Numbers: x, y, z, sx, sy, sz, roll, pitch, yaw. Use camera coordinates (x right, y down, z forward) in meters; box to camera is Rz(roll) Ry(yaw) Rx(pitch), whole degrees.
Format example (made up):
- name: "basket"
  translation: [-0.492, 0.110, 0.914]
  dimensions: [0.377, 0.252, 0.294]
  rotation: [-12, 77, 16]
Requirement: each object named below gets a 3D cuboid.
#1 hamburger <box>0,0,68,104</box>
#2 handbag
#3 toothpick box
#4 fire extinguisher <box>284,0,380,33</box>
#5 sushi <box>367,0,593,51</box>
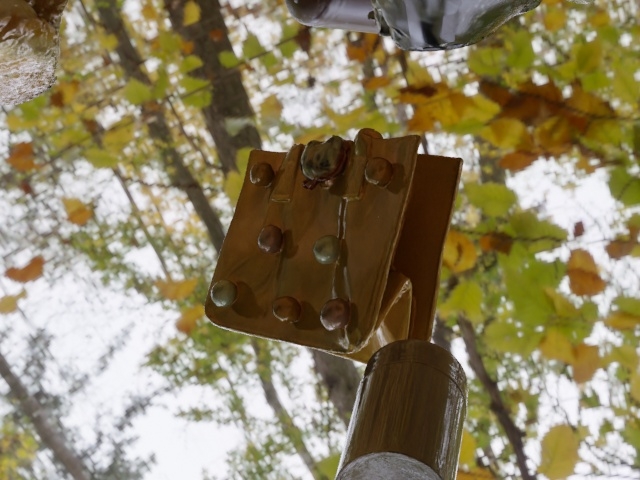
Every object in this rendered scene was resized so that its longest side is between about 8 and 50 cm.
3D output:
- name: "hamburger"
  translation: [-0.416, -0.220, 1.023]
  dimensions: [0.304, 0.174, 0.284]
  rotation: [4, 165, -19]
- name: "handbag"
  translation: [0.000, 0.000, 1.317]
  dimensions: [0.401, 0.133, 0.283]
  rotation: [6, -101, 57]
- name: "toothpick box"
  translation: [0.081, 0.185, 0.974]
  dimensions: [0.111, 0.111, 0.180]
  rotation: [-11, -155, 18]
- name: "fire extinguisher"
  translation: [0.048, -0.362, 1.459]
  dimensions: [0.337, 0.114, 0.135]
  rotation: [-4, -137, -41]
- name: "sushi"
  translation: [0.141, -0.333, 0.802]
  dimensions: [0.285, 0.328, 0.328]
  rotation: [-15, -159, 7]
